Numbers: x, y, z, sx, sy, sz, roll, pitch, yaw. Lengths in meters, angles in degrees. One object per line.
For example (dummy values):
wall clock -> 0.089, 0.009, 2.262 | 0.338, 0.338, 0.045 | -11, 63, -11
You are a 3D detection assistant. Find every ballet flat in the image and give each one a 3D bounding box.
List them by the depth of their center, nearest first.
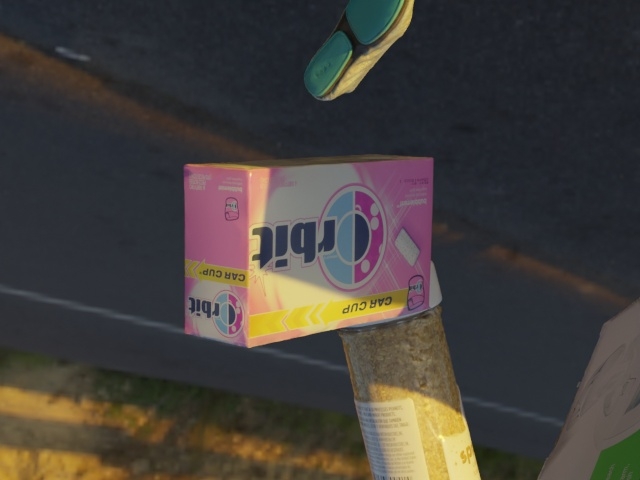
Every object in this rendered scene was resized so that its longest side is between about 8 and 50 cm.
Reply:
ballet flat -> 0.042, -0.184, 1.038 | 0.052, 0.057, 0.168 | -12, 161, -39

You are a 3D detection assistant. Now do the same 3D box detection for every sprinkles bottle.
sprinkles bottle -> 0.102, 0.202, 1.282 | 0.121, 0.355, 0.121 | -13, -175, 1

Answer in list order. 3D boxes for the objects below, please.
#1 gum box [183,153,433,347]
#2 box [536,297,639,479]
gum box -> 0.000, 0.000, 0.775 | 0.062, 0.107, 0.188 | 7, -170, 43
box -> 0.227, 0.175, 0.599 | 0.231, 0.262, 0.127 | 39, 141, -5
